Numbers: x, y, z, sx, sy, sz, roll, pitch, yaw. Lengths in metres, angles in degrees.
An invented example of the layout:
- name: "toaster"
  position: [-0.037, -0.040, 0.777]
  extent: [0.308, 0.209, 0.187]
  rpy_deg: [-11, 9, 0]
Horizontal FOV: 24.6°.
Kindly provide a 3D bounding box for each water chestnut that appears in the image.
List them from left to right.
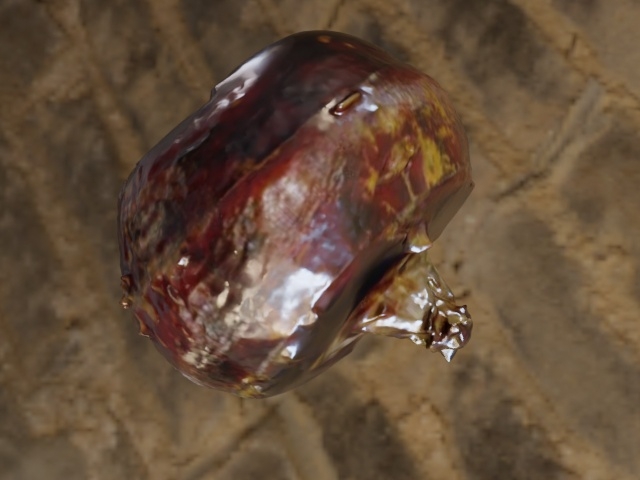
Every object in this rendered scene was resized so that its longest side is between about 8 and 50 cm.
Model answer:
- name: "water chestnut"
  position: [0.000, 0.000, 1.259]
  extent: [0.302, 0.350, 0.350]
  rpy_deg: [43, -48, 7]
